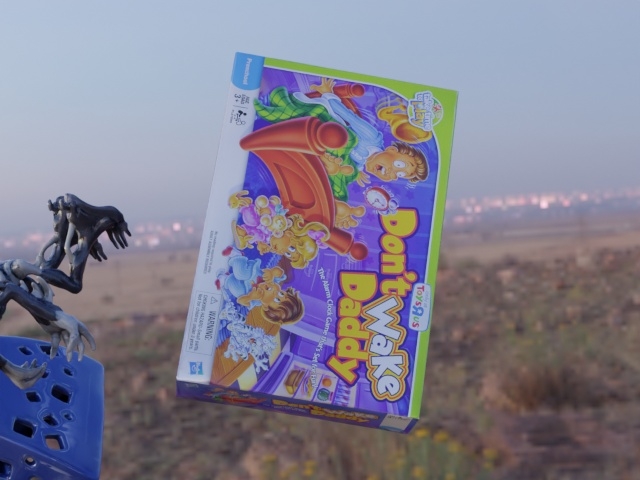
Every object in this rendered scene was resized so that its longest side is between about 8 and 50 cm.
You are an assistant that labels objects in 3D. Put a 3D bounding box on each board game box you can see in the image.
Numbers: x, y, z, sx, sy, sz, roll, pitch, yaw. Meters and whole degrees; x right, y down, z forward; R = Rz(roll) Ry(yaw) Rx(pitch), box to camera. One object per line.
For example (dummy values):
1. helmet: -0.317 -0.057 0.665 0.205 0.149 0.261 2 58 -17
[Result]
1. board game box: 0.000 0.000 1.415 0.233 0.347 0.078 9 -20 -3

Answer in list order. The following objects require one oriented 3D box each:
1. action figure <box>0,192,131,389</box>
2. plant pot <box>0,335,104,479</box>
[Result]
1. action figure: -0.294 0.076 1.388 0.164 0.141 0.276 -15 28 52
2. plant pot: -0.416 0.246 1.741 0.212 0.236 0.236 32 24 -26
